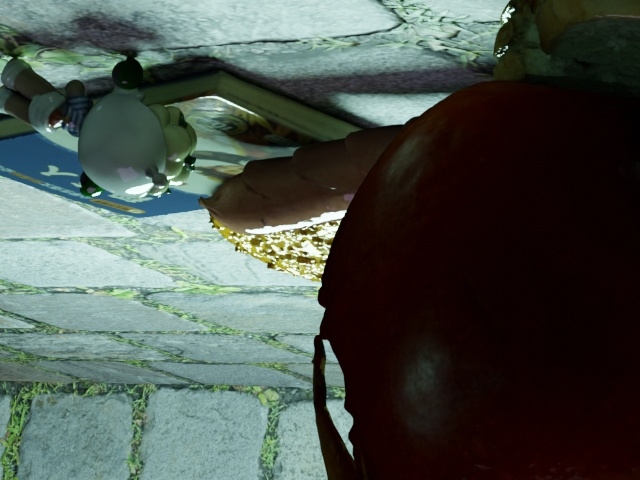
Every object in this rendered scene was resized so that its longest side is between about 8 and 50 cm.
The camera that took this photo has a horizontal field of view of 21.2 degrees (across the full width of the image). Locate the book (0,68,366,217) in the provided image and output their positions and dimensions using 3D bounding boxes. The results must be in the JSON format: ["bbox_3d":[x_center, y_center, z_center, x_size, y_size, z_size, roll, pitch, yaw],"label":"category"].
[{"bbox_3d":[-0.154,-0.091,1.785,0.428,0.039,0.300,-7,162,42],"label":"book"}]

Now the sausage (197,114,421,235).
[{"bbox_3d":[0.069,-0.069,1.595,0.433,0.088,0.088,-12,160,31],"label":"sausage"}]

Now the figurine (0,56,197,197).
[{"bbox_3d":[-0.203,-0.106,1.572,0.197,0.147,0.093,33,-149,19],"label":"figurine"}]

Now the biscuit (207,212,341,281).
[{"bbox_3d":[0.000,0.000,1.862,0.254,0.035,0.254,12,160,4],"label":"biscuit"}]

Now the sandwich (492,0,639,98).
[{"bbox_3d":[0.261,-0.148,1.231,0.249,0.095,0.273,10,168,-5],"label":"sandwich"}]

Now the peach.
[{"bbox_3d":[0.178,0.056,1.233,0.335,0.406,0.310,27,132,-23],"label":"peach"}]
